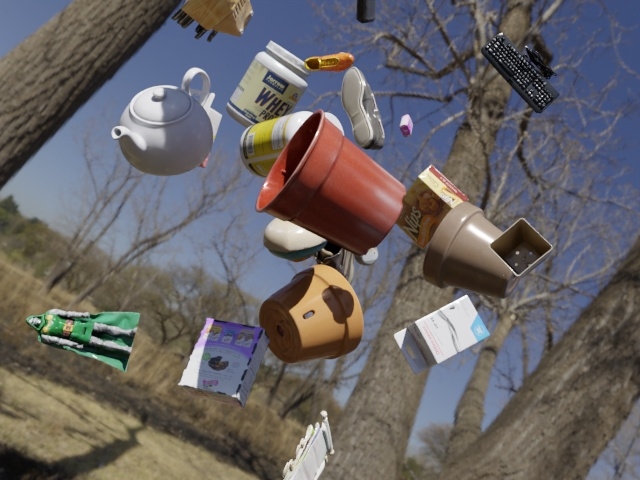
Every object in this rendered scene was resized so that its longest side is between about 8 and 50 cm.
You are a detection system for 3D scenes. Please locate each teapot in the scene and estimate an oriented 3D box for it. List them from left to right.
[{"bbox_3d":[-0.384,-0.299,1.635,0.187,0.253,0.256,96,-19,-47],"label":"teapot"}]

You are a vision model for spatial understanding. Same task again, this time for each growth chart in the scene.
[{"bbox_3d":[-0.031,0.477,1.399,0.021,0.237,0.171,11,-56,26],"label":"growth chart"}]

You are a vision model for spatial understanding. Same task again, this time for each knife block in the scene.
[{"bbox_3d":[-0.313,-0.642,1.752,0.242,0.088,0.275,18,-20,16],"label":"knife block"}]

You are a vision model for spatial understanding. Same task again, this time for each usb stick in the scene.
[{"bbox_3d":[0.146,-0.812,2.019,0.045,0.077,0.277,26,-55,41],"label":"usb stick"}]

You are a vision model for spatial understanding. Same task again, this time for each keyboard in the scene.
[{"bbox_3d":[0.443,-0.374,1.420,0.192,0.100,0.038,46,-14,-3],"label":"keyboard"}]

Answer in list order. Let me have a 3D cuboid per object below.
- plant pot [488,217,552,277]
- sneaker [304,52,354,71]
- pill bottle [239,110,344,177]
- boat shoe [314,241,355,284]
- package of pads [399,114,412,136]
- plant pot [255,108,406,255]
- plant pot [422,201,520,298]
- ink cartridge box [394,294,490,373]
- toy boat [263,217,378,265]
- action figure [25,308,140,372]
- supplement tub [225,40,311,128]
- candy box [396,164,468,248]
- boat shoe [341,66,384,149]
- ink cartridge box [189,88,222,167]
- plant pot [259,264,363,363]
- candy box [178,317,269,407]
[{"bbox_3d":[0.493,0.031,1.615,0.109,0.109,0.096,52,3,30],"label":"plant pot"},{"bbox_3d":[0.029,-0.602,2.246,0.175,0.067,0.064,-4,-74,22],"label":"sneaker"},{"bbox_3d":[-0.092,-0.315,2.147,0.334,0.187,0.188,-4,-37,43],"label":"pill bottle"},{"bbox_3d":[0.036,0.044,2.074,0.130,0.355,0.132,10,11,-44],"label":"boat shoe"},{"bbox_3d":[0.316,-0.422,2.424,0.032,0.083,0.050,-17,-60,27],"label":"package of pads"},{"bbox_3d":[0.033,-0.113,1.515,0.265,0.272,0.272,32,-14,-17],"label":"plant pot"},{"bbox_3d":[0.456,0.051,1.880,0.229,0.263,0.263,28,-15,27],"label":"plant pot"},{"bbox_3d":[0.265,0.207,1.444,0.104,0.180,0.060,62,-19,12],"label":"ink cartridge box"},{"bbox_3d":[0.000,0.000,1.838,0.319,0.148,0.267,-1,17,16],"label":"toy boat"},{"bbox_3d":[-0.531,0.202,1.459,0.232,0.137,0.063,13,-24,-15],"label":"action figure"},{"bbox_3d":[-0.198,-0.589,2.589,0.236,0.324,0.235,32,14,-9],"label":"supplement tub"},{"bbox_3d":[0.391,-0.116,2.427,0.183,0.088,0.316,45,-28,9],"label":"candy box"},{"bbox_3d":[0.155,-0.470,2.387,0.096,0.334,0.112,14,-33,-44],"label":"boat shoe"},{"bbox_3d":[-0.349,-0.311,1.817,0.115,0.198,0.067,17,-2,25],"label":"ink cartridge box"},{"bbox_3d":[-0.045,0.237,1.957,0.291,0.204,0.290,24,-57,44],"label":"plant pot"},{"bbox_3d":[-0.243,0.309,1.675,0.165,0.196,0.070,8,-34,19],"label":"candy box"}]
